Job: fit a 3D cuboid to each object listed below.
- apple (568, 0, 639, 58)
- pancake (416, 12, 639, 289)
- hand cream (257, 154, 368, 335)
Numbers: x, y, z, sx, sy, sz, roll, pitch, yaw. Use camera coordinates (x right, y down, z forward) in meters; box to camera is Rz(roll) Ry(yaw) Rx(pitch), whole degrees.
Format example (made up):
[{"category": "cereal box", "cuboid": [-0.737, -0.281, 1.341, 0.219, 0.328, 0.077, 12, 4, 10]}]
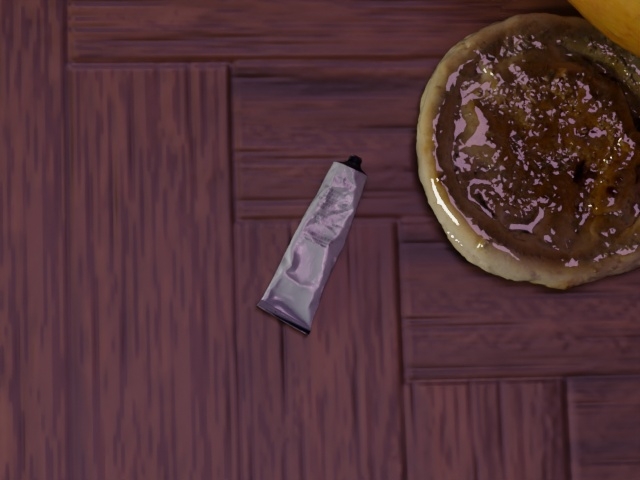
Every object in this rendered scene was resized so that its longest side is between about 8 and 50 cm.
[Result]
[{"category": "apple", "cuboid": [0.227, -0.217, 0.942, 0.299, 0.275, 0.299, 0, 78, -1]}, {"category": "pancake", "cuboid": [0.123, -0.049, 1.022, 0.151, 0.025, 0.152, 1, 78, -6]}, {"category": "hand cream", "cuboid": [0.000, 0.000, 1.008, 0.030, 0.019, 0.093, 26, 85, -4]}]
